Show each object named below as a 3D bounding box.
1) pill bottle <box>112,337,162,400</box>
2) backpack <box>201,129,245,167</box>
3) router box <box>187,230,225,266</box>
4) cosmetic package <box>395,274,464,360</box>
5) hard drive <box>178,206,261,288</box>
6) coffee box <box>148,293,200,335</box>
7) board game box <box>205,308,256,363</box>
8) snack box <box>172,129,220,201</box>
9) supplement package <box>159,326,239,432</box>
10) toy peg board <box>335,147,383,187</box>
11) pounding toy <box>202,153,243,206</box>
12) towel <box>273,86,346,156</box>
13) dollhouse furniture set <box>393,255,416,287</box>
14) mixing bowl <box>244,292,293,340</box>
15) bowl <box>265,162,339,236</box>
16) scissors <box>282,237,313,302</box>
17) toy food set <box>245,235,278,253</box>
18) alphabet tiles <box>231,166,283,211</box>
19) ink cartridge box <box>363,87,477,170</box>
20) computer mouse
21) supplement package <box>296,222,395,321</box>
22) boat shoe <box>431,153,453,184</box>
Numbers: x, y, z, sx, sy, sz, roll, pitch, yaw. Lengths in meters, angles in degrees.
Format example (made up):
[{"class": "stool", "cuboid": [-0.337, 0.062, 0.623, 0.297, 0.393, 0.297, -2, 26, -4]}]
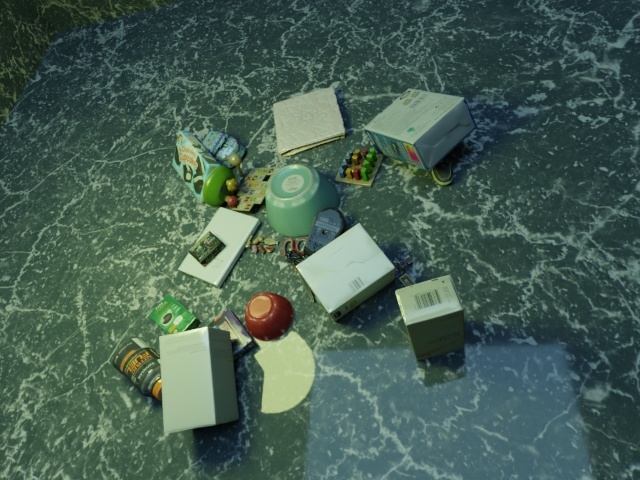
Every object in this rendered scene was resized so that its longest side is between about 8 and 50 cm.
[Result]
[{"class": "pill bottle", "cuboid": [-0.602, 0.454, 1.609, 0.246, 0.130, 0.130, 27, 70, 30]}, {"class": "backpack", "cuboid": [-0.446, -0.418, 2.131, 0.174, 0.116, 0.158, 21, 67, 25]}, {"class": "router box", "cuboid": [-0.452, 0.033, 1.837, 0.122, 0.038, 0.092, -45, 57, -13]}, {"class": "cosmetic package", "cuboid": [0.324, 0.234, 1.341, 0.161, 0.309, 0.113, -18, 54, 8]}, {"class": "hard drive", "cuboid": [-0.409, 0.022, 1.879, 0.211, 0.040, 0.318, 18, 66, 27]}, {"class": "coffee box", "cuboid": [-0.554, 0.295, 1.751, 0.184, 0.040, 0.113, 29, 70, 30]}, {"class": "board game box", "cuboid": [-0.331, 0.349, 1.639, 0.141, 0.048, 0.170, -40, 56, -8]}, {"class": "snack box", "cuboid": [-0.567, -0.340, 2.083, 0.060, 0.187, 0.322, -7, 41, -41]}, {"class": "supplement package", "cuboid": [-0.387, 0.442, 1.477, 0.176, 0.177, 0.292, -13, 71, 10]}, {"class": "toy peg board", "cuboid": [0.153, -0.314, 1.891, 0.161, 0.079, 0.161, 13, 63, 24]}, {"class": "pounding toy", "cuboid": [-0.380, -0.232, 1.958, 0.110, 0.182, 0.236, 27, 66, 20]}, {"class": "towel", "cuboid": [-0.058, -0.551, 2.129, 0.317, 0.053, 0.331, -14, 56, 8]}, {"class": "dollhouse furniture set", "cuboid": [0.297, 0.103, 1.573, 0.091, 0.081, 0.114, -34, 55, -5]}, {"class": "mixing bowl", "cuboid": [-0.196, 0.253, 1.627, 0.182, 0.098, 0.181, -8, 57, 13]}, {"class": "bowl", "cuboid": [-0.096, -0.186, 1.839, 0.312, 0.163, 0.311, -9, 55, 13]}, {"class": "scissors", "cuboid": [-0.085, 0.111, 1.734, 0.109, 0.021, 0.296, -12, 57, 7]}, {"class": "toy food set", "cuboid": [-0.232, 0.022, 1.838, 0.122, 0.019, 0.077, 15, 64, 17]}, {"class": "alphabet tiles", "cuboid": [-0.284, -0.222, 1.980, 0.198, 0.009, 0.237, 7, 59, 42]}, {"class": "ink cartridge box", "cuboid": [0.363, -0.450, 1.817, 0.270, 0.151, 0.395, -42, 37, -7]}, {"class": "computer mouse", "cuboid": [0.000, 0.000, 1.741, 0.189, 0.072, 0.272, 23, 74, 12]}, {"class": "supplement package", "cuboid": [0.090, 0.111, 1.574, 0.262, 0.145, 0.204, -34, 68, -5]}, {"class": "boat shoe", "cuboid": [0.466, -0.316, 1.792, 0.080, 0.073, 0.223, -9, 54, 16]}]
